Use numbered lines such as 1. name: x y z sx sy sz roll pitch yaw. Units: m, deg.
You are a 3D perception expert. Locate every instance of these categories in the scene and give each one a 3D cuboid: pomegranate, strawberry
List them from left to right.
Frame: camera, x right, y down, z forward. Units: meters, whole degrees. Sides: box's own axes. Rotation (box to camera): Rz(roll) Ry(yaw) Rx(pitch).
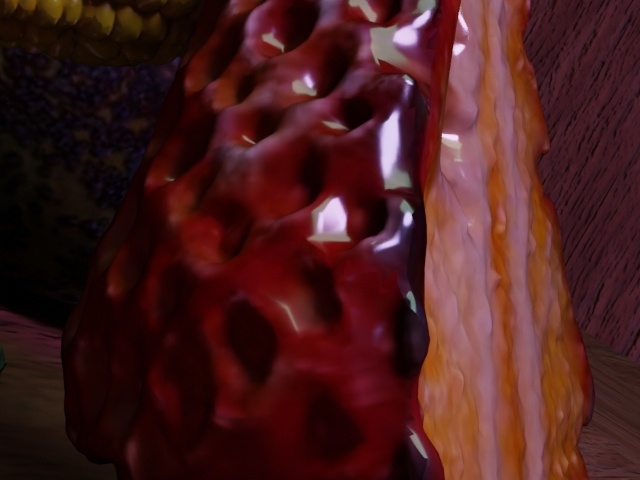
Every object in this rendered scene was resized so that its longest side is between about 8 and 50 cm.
1. pomegranate: -0.090 -0.139 0.983 0.285 0.340 0.285 28 0 0
2. strawberry: -0.004 0.010 0.656 0.150 0.280 0.253 -6 12 19

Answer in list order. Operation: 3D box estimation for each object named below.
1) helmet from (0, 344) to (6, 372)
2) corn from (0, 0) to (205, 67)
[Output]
1. helmet: -0.209 -0.065 0.786 0.257 0.137 0.204 31 6 9
2. corn: -0.172 -0.122 0.692 0.313 0.102 0.102 6 14 -17
